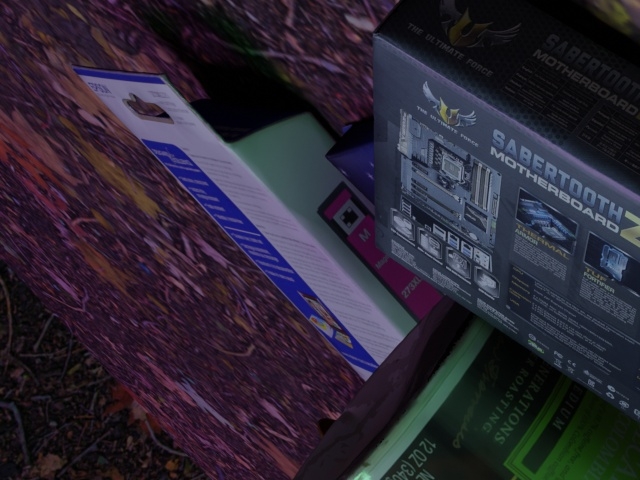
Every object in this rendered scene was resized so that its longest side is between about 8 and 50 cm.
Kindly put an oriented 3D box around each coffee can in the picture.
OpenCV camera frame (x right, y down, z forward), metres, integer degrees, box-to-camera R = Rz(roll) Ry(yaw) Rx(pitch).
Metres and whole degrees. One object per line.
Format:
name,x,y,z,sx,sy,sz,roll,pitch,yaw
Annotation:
coffee can,0.134,0.174,1.009,0.275,0.201,0.201,39,167,-3

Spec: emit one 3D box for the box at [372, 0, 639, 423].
box,0.129,-0.001,0.843,0.232,0.059,0.183,33,157,20

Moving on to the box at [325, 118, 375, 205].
box,0.080,-0.017,1.054,0.136,0.036,0.225,44,168,-10

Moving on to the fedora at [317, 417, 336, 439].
fedora,0.087,0.179,1.504,0.194,0.079,0.194,37,-173,-6

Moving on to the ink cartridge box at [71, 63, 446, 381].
ink cartridge box,0.000,0.000,1.269,0.371,0.069,0.175,45,167,-23
